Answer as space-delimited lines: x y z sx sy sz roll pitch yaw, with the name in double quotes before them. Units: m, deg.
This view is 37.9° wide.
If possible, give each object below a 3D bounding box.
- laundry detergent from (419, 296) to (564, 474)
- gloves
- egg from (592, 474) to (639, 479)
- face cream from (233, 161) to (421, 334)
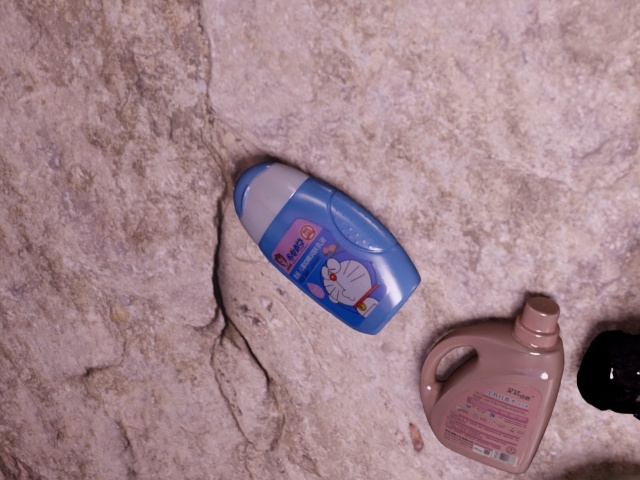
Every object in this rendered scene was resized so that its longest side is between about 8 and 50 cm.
"laundry detergent" 0.212 0.167 1.165 0.171 0.076 0.237 18 122 19
"gloves" 0.411 0.161 1.039 0.203 0.124 0.164 7 152 -3
"egg" 0.361 0.446 1.109 0.283 0.283 0.345 7 113 25
"face cream" 0.000 0.000 1.185 0.264 0.083 0.149 40 123 5
